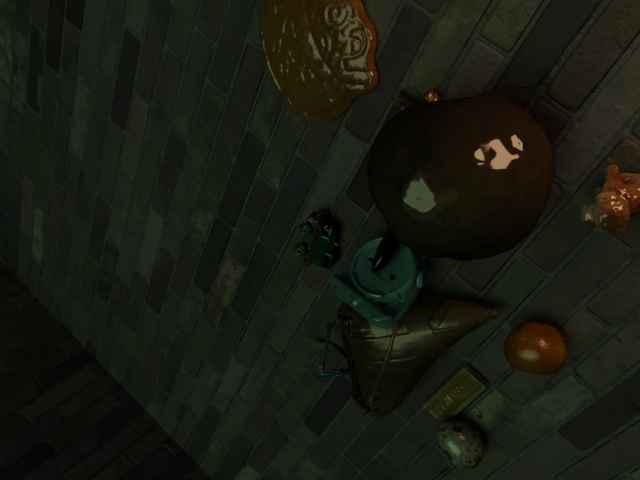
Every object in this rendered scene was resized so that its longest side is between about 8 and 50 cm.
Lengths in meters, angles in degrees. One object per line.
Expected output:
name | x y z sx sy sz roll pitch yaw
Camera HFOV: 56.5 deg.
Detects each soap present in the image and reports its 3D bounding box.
soap | 0.416 0.481 1.853 0.092 0.037 0.252 42 132 14

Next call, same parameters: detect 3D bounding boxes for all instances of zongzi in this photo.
zongzi | 0.300 0.392 1.783 0.468 0.218 0.499 7 120 30

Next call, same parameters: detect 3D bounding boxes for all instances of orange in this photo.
orange | 0.563 0.280 1.562 0.159 0.159 0.136 1 73 38

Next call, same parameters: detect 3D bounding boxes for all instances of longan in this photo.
longan | 0.312 -0.146 1.333 0.405 0.436 0.403 -3 78 16

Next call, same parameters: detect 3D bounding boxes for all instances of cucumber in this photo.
cucumber | 0.211 -0.037 1.634 0.056 0.056 0.284 24 89 26

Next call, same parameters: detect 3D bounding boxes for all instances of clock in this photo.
clock | 0.181 0.090 1.682 0.224 0.274 0.094 34 173 33

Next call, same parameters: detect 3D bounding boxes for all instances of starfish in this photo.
starfish | 0.252 -0.295 1.539 0.147 0.074 0.189 -7 110 34

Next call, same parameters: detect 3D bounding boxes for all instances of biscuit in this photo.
biscuit | -0.017 -0.524 1.629 0.365 0.062 0.384 -19 101 42

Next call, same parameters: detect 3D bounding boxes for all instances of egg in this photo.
egg | 0.431 0.629 1.852 0.172 0.132 0.132 46 134 -4

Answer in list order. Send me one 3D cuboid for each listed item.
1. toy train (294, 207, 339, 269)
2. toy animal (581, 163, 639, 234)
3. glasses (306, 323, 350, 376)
toy train | 0.000 0.000 1.885 0.136 0.091 0.227 25 126 12
toy animal | 0.662 -0.070 1.259 0.184 0.185 0.104 22 124 28
glasses | 0.033 0.385 2.002 0.102 0.239 0.207 -51 59 18
